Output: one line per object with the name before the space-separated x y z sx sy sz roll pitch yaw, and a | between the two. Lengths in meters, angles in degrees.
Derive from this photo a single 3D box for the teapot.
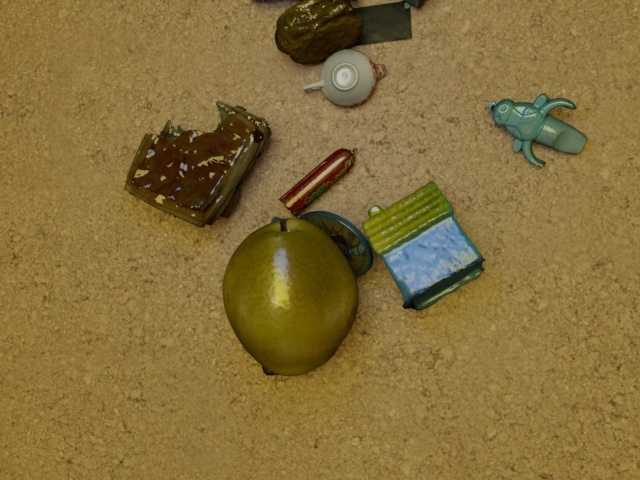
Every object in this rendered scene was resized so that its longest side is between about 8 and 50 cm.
teapot | 0.064 -0.458 1.823 0.246 0.116 0.159 -3 110 16

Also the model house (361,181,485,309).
model house | 0.262 0.008 1.698 0.237 0.215 0.303 -31 78 8

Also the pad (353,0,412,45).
pad | 0.166 -0.627 1.857 0.193 0.004 0.116 -5 85 10

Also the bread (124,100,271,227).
bread | -0.339 -0.225 1.838 0.314 0.191 0.369 26 79 17

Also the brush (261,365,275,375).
brush | -0.170 0.227 1.840 0.070 0.051 0.323 -15 84 11

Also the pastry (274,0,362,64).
pastry | -0.014 -0.592 1.774 0.240 0.235 0.132 -26 79 19

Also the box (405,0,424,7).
box | 0.246 -0.889 1.773 0.352 0.177 0.343 39 94 10

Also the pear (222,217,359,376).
pear | -0.076 0.150 1.666 0.363 0.362 0.418 1 119 11

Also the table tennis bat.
table tennis bat | 0.000 0.000 1.776 0.329 0.215 0.044 19 47 29

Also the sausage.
sausage | 0.001 -0.177 1.822 0.264 0.083 0.083 -40 80 5

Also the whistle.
whistle | 0.575 -0.308 1.719 0.274 0.093 0.186 26 117 9
